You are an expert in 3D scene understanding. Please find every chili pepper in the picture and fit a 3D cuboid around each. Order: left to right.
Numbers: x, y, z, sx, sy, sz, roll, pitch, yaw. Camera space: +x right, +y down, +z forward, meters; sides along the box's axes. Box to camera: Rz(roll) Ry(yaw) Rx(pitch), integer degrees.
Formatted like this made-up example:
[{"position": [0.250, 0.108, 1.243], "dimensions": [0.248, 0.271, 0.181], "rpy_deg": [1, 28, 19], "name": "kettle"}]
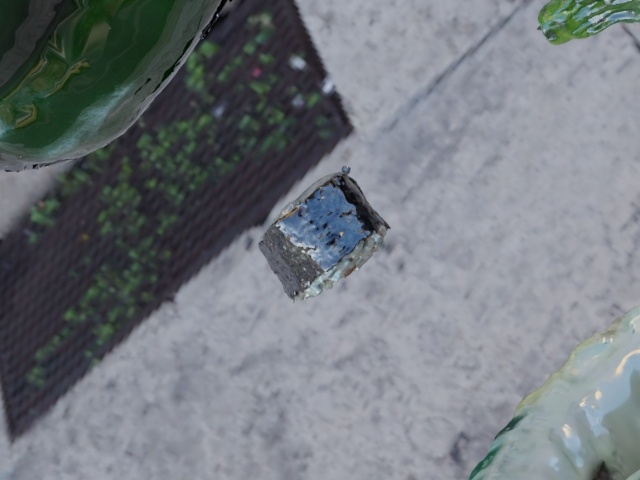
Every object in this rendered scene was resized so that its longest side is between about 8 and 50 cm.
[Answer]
[{"position": [-0.167, -0.188, 0.877], "dimensions": [0.257, 0.248, 0.233], "rpy_deg": [-38, 61, 34], "name": "chili pepper"}, {"position": [0.173, -0.141, 0.875], "dimensions": [0.091, 0.030, 0.034], "rpy_deg": [-4, 65, 33], "name": "chili pepper"}]

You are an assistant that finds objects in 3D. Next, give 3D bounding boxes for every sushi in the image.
[{"position": [0.000, 0.000, 1.183], "dimensions": [0.090, 0.078, 0.150], "rpy_deg": [-38, 0, -19], "name": "sushi"}]

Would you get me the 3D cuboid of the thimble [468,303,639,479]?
[{"position": [0.196, 0.131, 0.699], "dimensions": [0.254, 0.167, 0.288], "rpy_deg": [-39, 4, 15], "name": "thimble"}]
